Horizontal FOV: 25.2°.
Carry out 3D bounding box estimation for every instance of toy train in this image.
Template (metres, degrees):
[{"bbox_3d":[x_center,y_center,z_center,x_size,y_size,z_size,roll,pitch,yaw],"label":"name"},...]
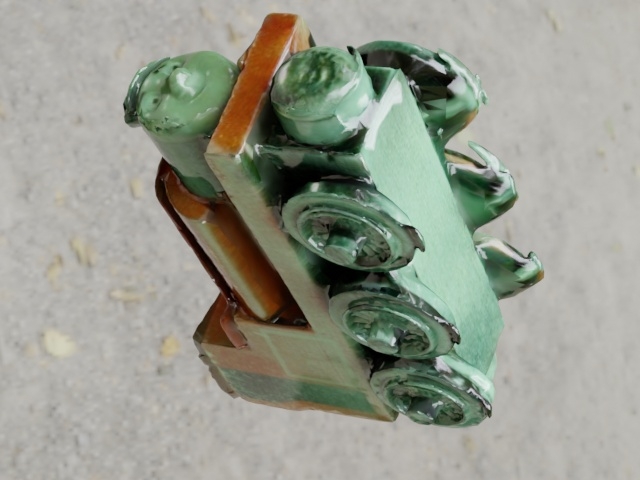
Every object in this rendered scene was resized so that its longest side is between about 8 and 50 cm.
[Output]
[{"bbox_3d":[0.000,0.000,0.458,0.176,0.118,0.074,59,45,-51],"label":"toy train"}]
